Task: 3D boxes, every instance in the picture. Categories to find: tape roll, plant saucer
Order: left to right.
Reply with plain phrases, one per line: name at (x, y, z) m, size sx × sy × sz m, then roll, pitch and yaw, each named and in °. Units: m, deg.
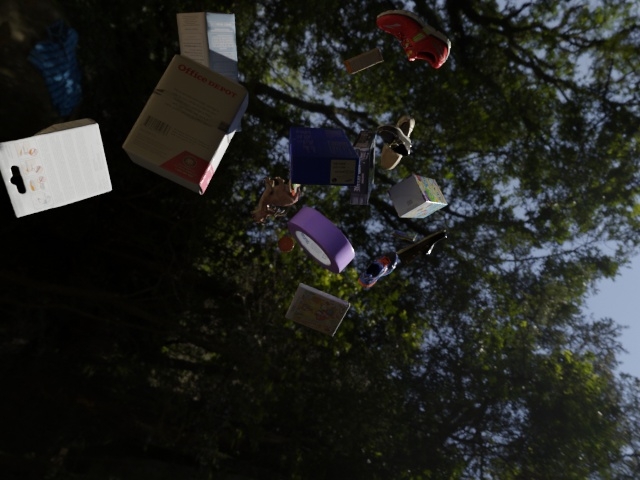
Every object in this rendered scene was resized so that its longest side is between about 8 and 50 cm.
plant saucer at (-0.179, 0.018, 2.268) m, size 0.083 × 0.083 × 0.013 m, roll -56°, pitch -170°, yaw -6°
tape roll at (0.000, 0.000, 1.693) m, size 0.090 × 0.275 × 0.275 m, roll -45°, pitch -155°, yaw -15°

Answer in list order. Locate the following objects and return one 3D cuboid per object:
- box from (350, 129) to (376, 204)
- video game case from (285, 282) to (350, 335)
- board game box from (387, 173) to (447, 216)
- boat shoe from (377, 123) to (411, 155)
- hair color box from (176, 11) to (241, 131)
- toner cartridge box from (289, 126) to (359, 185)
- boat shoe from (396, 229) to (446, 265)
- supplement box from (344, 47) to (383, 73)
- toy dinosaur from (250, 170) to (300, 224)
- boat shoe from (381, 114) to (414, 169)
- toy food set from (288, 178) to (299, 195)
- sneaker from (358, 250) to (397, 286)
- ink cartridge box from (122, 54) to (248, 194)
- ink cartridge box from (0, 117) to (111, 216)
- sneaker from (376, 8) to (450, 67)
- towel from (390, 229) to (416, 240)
box at (0.184, -0.318, 1.887) m, size 0.076 × 0.242 × 0.307 m, roll 5°, pitch -154°, yaw 10°
video game case at (-0.016, 0.297, 1.876) m, size 0.026 × 0.227 × 0.206 m, roll -72°, pitch -175°, yaw -54°
board game box at (0.448, -0.199, 2.031) m, size 0.144 × 0.275 × 0.142 m, roll -31°, pitch -106°, yaw 31°
boat shoe at (0.326, -0.435, 1.928) m, size 0.081 × 0.227 × 0.069 m, roll -14°, pitch -111°, yaw 40°
hair color box at (-0.378, -0.569, 1.514) m, size 0.113 × 0.375 × 0.185 m, roll -20°, pitch -148°, yaw -39°
toner cartridge box at (-0.002, -0.238, 1.203) m, size 0.348 × 0.165 × 0.075 m, roll -99°, pitch -167°, yaw -64°
boat shoe at (0.249, 0.016, 1.070) m, size 0.133 × 0.042 × 0.049 m, roll -29°, pitch 174°, yaw -4°
supplement box at (0.122, -0.510, 1.257) m, size 0.098 × 0.036 × 0.062 m, roll -22°, pitch -155°, yaw 4°
toy dinosaur at (-0.174, -0.188, 1.944) m, size 0.295 × 0.200 × 0.127 m, roll -9°, pitch -163°, yaw 31°
boat shoe at (0.389, -0.493, 2.273) m, size 0.302 × 0.109 × 0.098 m, roll -66°, pitch 177°, yaw 33°
toy food set at (-0.086, -0.192, 1.472) m, size 0.083 × 0.020 × 0.083 m, roll 83°, pitch 21°, yaw -65°
sneaker at (0.262, 0.119, 1.945) m, size 0.221 × 0.083 × 0.087 m, roll -40°, pitch 159°, yaw -25°
ink cartridge box at (-0.336, -0.295, 1.140) m, size 0.283 × 0.207 × 0.117 m, roll -66°, pitch -173°, yaw -11°
ink cartridge box at (-1.068, -0.297, 1.779) m, size 0.091 × 0.308 × 0.385 m, roll 29°, pitch -140°, yaw 33°
sneaker at (0.309, -0.673, 1.486) m, size 0.107 × 0.279 × 0.118 m, roll -161°, pitch -87°, yaw -78°
towel at (0.220, -0.014, 1.162) m, size 0.083 × 0.060 × 0.009 m, roll -23°, pitch 127°, yaw -70°
